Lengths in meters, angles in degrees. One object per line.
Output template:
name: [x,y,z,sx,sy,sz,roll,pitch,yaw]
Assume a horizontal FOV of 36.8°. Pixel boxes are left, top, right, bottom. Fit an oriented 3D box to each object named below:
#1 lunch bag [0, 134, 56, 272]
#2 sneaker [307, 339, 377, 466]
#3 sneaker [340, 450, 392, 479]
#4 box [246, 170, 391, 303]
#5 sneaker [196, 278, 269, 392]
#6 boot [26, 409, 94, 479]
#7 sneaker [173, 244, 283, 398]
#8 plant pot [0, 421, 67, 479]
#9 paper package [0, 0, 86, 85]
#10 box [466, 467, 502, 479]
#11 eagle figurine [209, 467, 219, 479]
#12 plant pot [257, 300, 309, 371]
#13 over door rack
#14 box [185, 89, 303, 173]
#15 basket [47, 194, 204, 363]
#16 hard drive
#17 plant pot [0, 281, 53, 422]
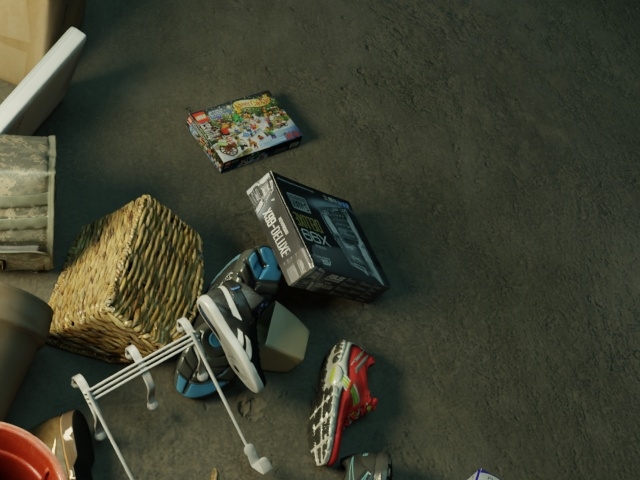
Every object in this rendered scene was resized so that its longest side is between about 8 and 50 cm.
lunch bag: [-0.622,-0.048,1.814,0.235,0.287,0.169,2,37,-16]
sneaker: [0.056,0.326,1.918,0.118,0.107,0.279,26,52,-14]
sneaker: [0.073,0.523,1.800,0.106,0.101,0.267,4,52,9]
box: [0.000,0.000,2.052,0.307,0.076,0.242,18,40,-53]
sneaker: [-0.132,0.174,1.843,0.121,0.079,0.216,-33,99,-26]
boot: [-0.447,0.453,1.653,0.115,0.112,0.305,-17,62,3]
sneaker: [-0.194,0.167,1.936,0.125,0.140,0.340,40,66,-22]
plant pot: [-0.538,0.456,1.486,0.273,0.265,0.272,10,53,-14]
paper package: [-0.636,-0.548,2.145,0.168,0.324,0.309,20,51,-6]
box: [0.326,0.521,1.852,0.126,0.137,0.072,29,51,1]
eagle figurine: [-0.095,0.558,1.652,0.298,0.226,0.225,28,7,-34]
plant pot: [-0.085,0.207,1.951,0.096,0.109,0.109,28,49,-17]
over door rack: [-0.275,0.336,1.746,0.240,0.108,0.324,-29,90,-23]
box: [-0.180,-0.263,2.292,0.233,0.044,0.159,-23,67,-33]
basket: [-0.381,0.099,1.921,0.213,0.223,0.299,41,42,-33]
hard drive: [-0.618,-0.266,2.003,0.047,0.233,0.353,33,50,-8]
plant pot: [-0.638,0.225,1.618,0.323,0.323,0.280,11,68,-14]
